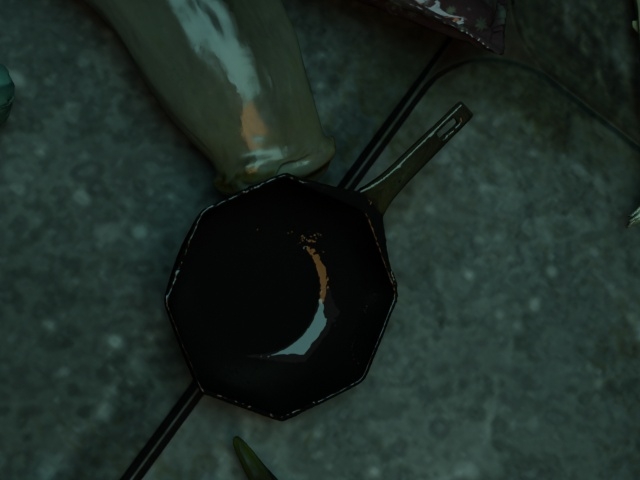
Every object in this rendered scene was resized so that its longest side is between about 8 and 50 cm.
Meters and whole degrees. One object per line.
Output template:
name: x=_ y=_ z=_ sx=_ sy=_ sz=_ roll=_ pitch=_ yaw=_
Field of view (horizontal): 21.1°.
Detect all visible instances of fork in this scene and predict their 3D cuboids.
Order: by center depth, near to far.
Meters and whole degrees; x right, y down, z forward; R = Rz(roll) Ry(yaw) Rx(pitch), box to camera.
fork: x=0.207 y=-0.115 z=1.081 sx=0.028 sy=0.034 sz=0.219 roll=-1 pitch=72 yaw=13

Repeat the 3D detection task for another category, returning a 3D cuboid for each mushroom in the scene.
mushroom: x=-0.114 y=-0.170 z=0.978 sx=0.351 sy=0.097 sz=0.109 roll=48 pitch=65 yaw=-1

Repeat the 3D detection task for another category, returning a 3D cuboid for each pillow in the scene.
pillow: x=0.031 y=-0.168 z=1.024 sx=0.185 sy=0.043 sz=0.118 roll=27 pitch=30 yaw=-9

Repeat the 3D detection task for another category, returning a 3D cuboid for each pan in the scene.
pan: x=0.006 y=0.015 z=0.968 sx=0.202 sy=0.048 sz=0.128 roll=-24 pitch=105 yaw=-16

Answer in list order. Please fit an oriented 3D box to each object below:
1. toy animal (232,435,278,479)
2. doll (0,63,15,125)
toy animal: x=-0.082 y=0.170 z=0.921 sx=0.202 sy=0.070 sz=0.105 roll=-14 pitch=92 yaw=-20
doll: x=-0.251 y=-0.073 z=0.935 sx=0.158 sy=0.059 sz=0.159 roll=-28 pitch=85 yaw=-21
